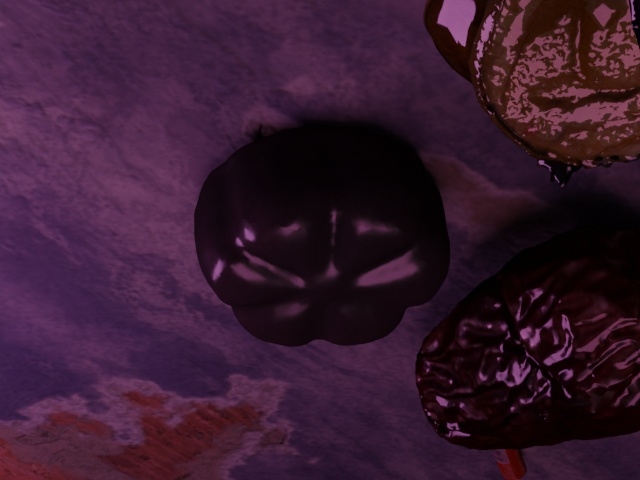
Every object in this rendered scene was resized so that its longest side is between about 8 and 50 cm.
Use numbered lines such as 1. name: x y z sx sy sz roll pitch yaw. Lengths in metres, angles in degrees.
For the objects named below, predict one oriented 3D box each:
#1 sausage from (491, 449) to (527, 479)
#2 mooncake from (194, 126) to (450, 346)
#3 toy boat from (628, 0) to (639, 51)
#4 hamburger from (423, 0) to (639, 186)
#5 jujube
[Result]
1. sausage: 0.225 0.251 1.799 0.034 0.034 0.129 -9 142 15
2. mooncake: 0.000 0.000 1.400 0.245 0.133 0.245 -3 139 -3
3. toy boat: 0.226 -0.264 0.929 0.079 0.136 0.392 4 117 35
4. hamburger: 0.189 -0.193 1.111 0.211 0.132 0.309 10 132 -7
5. jujube: 0.237 0.114 1.490 0.216 0.216 0.342 24 144 -27
